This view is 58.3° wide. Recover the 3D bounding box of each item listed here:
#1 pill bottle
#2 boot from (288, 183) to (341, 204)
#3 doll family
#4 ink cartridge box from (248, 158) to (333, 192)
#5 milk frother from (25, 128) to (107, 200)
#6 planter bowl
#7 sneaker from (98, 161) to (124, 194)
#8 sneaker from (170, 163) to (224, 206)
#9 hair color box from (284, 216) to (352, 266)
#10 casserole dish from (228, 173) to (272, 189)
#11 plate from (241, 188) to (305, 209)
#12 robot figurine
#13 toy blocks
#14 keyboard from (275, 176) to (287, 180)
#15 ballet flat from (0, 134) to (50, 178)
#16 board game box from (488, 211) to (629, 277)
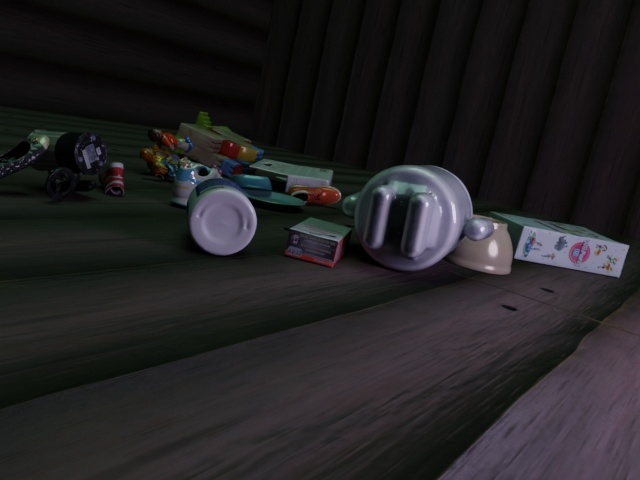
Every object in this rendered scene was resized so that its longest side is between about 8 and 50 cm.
[{"bbox_3d":[-0.177,-0.050,1.000,0.112,0.111,0.186,8,13,-16],"label":"pill bottle"},{"bbox_3d":[-0.016,-0.128,1.679,0.158,0.059,0.084,2,16,-4],"label":"boot"},{"bbox_3d":[-0.409,-0.210,1.602,0.263,0.118,0.163,42,21,33],"label":"doll family"},{"bbox_3d":[-0.094,-0.214,1.948,0.262,0.066,0.296,10,13,2],"label":"ink cartridge box"},{"bbox_3d":[-0.514,-0.148,1.110,0.135,0.129,0.143,6,13,22],"label":"milk frother"},{"bbox_3d":[0.362,0.001,1.299,0.162,0.109,0.162,12,12,-3],"label":"planter bowl"},{"bbox_3d":[-0.462,-0.123,1.265,0.042,0.066,0.118,2,-15,-32],"label":"sneaker"},{"bbox_3d":[-0.255,-0.127,1.336,0.088,0.092,0.229,14,11,20],"label":"sneaker"},{"bbox_3d":[0.000,0.000,1.085,0.093,0.053,0.167,15,11,9],"label":"hair color box"},{"bbox_3d":[-0.204,-0.167,1.643,0.114,0.036,0.188,4,5,-19],"label":"casserole dish"},{"bbox_3d":[-0.134,-0.108,1.533,0.188,0.024,0.188,11,11,-2],"label":"plate"},{"bbox_3d":[0.192,-0.051,1.152,0.300,0.199,0.353,18,13,20],"label":"robot figurine"},{"bbox_3d":[-0.330,-0.316,2.040,0.261,0.190,0.381,26,15,12],"label":"toy blocks"},{"bbox_3d":[-0.059,-0.201,2.084,0.072,0.014,0.256,-6,20,-42],"label":"keyboard"},{"bbox_3d":[-0.567,-0.147,1.036,0.058,0.049,0.173,20,49,35],"label":"ballet flat"},{"bbox_3d":[0.641,0.005,1.588,0.304,0.097,0.224,9,13,-8],"label":"board game box"}]
